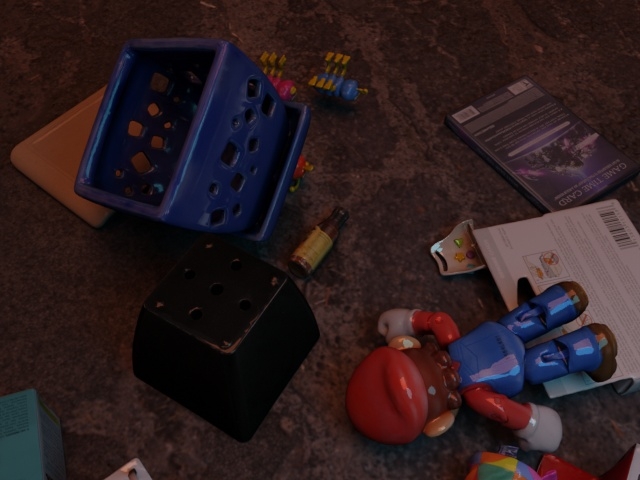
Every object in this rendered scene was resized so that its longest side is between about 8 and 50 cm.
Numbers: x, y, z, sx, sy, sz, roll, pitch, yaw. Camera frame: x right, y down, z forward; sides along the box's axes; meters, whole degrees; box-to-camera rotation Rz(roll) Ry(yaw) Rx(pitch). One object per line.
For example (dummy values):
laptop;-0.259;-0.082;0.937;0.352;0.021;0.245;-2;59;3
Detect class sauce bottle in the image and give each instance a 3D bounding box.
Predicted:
sauce bottle;0.000;0.000;1.004;0.042;0.042;0.128;27;55;17

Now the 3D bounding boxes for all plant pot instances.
plant pot;-0.124;0.105;0.847;0.187;0.167;0.188;27;59;17
plant pot;-0.163;-0.127;0.930;0.236;0.212;0.236;16;88;42

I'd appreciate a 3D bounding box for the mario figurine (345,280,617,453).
mario figurine;0.185;0.165;0.839;0.320;0.170;0.198;-18;20;-3

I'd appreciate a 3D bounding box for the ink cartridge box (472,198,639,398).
ink cartridge box;0.368;0.083;0.945;0.238;0.060;0.275;-12;56;-7

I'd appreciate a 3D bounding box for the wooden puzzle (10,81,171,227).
wooden puzzle;-0.346;-0.149;1.103;0.221;0.044;0.239;33;64;20

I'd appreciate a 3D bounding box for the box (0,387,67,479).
box;-0.319;0.298;0.742;0.060;0.101;0.244;-15;56;-11

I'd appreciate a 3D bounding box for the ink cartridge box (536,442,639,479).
ink cartridge box;0.326;0.388;0.681;0.271;0.130;0.309;23;57;16

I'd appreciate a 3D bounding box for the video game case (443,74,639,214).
video game case;0.373;-0.163;1.144;0.196;0.026;0.274;-28;61;-20

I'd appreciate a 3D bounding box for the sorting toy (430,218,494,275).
sorting toy;0.205;0.021;0.997;0.075;0.045;0.083;-16;57;-4

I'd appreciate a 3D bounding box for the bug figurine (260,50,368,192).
bug figurine;-0.061;-0.212;1.135;0.216;0.072;0.279;21;61;21

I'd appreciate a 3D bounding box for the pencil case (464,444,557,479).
pencil case;0.176;0.340;0.719;0.104;0.104;0.236;22;55;14

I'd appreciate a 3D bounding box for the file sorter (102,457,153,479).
file sorter;-0.221;0.347;0.560;0.277;0.173;0.193;-32;84;-23
